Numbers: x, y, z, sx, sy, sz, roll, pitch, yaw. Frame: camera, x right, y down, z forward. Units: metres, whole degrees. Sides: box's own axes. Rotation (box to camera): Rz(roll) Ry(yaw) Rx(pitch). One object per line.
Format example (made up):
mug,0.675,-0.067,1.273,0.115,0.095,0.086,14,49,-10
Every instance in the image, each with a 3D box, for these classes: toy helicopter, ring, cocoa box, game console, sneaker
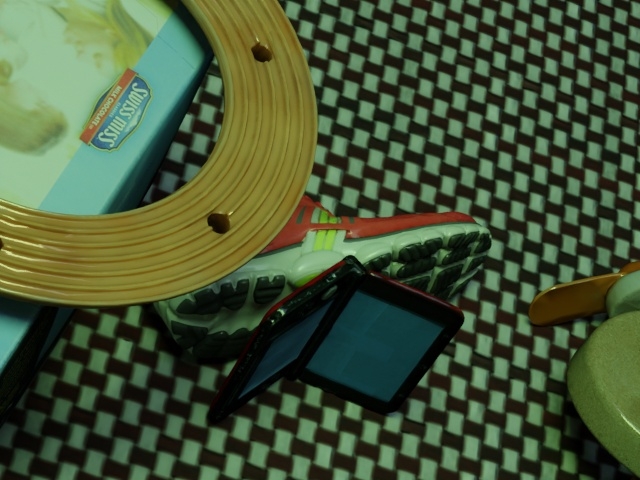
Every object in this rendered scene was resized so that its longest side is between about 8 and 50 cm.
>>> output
toy helicopter,0.318,0.094,1.451,0.355,0.140,0.235,-14,54,-43
ring,-0.162,-0.100,1.111,0.337,0.032,0.336,13,54,-18
cocoa box,-0.248,-0.030,1.192,0.231,0.228,0.347,30,50,-2
game console,0.009,0.085,1.279,0.085,0.144,0.124,46,51,13
sneaker,0.000,0.000,1.369,0.279,0.107,0.118,-6,50,-30
